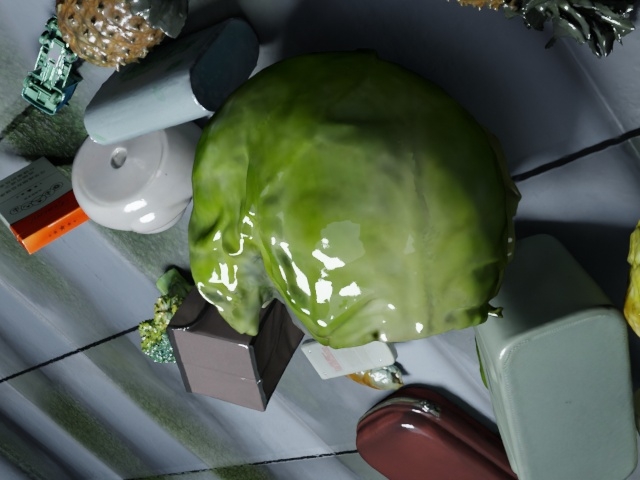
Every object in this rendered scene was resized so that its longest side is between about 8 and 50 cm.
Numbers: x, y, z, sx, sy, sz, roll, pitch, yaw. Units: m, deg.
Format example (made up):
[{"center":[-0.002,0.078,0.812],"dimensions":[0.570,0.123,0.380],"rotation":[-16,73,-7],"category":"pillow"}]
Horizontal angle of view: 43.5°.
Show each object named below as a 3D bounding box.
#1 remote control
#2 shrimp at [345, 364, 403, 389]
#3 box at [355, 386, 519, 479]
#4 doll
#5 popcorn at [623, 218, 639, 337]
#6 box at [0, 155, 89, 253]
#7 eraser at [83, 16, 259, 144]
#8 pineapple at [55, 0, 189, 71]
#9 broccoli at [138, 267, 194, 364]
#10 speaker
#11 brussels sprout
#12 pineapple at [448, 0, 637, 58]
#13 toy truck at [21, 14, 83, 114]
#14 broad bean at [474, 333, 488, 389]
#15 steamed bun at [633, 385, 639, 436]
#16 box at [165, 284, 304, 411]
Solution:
[{"center":[0.053,0.202,1.461],"dimensions":[0.190,0.029,0.087],"rotation":[-22,108,42],"category":"remote control"},{"center":[0.082,0.205,1.498],"dimensions":[0.161,0.049,0.166],"rotation":[15,130,21],"category":"shrimp"},{"center":[0.261,0.442,1.572],"dimensions":[0.404,0.108,0.263],"rotation":[37,140,-7],"category":"box"},{"center":[-0.277,-0.098,1.316],"dimensions":[0.251,0.221,0.221],"rotation":[-28,116,16],"category":"doll"},{"center":[0.462,0.058,0.964],"dimensions":[0.181,0.216,0.235],"rotation":[3,144,24],"category":"popcorn"},{"center":[-0.504,-0.069,1.430],"dimensions":[0.245,0.139,0.035],"rotation":[33,149,44],"category":"box"},{"center":[-0.211,-0.221,1.131],"dimensions":[0.227,0.174,0.081],"rotation":[-10,132,38],"category":"eraser"},{"center":[-0.213,-0.326,1.045],"dimensions":[0.310,0.170,0.141],"rotation":[-16,152,37],"category":"pineapple"},{"center":[-0.263,0.141,1.571],"dimensions":[0.194,0.220,0.194],"rotation":[55,176,6],"category":"broccoli"},{"center":[0.329,0.194,1.167],"dimensions":[0.183,0.184,0.406],"rotation":[-20,129,2],"category":"speaker"},{"center":[0.032,-0.062,1.030],"dimensions":[0.426,0.342,0.360],"rotation":[-2,108,29],"category":"brussels sprout"},{"center":[0.224,-0.277,0.864],"dimensions":[0.251,0.125,0.125],"rotation":[24,141,-7],"category":"pineapple"},{"center":[-0.411,-0.292,1.278],"dimensions":[0.067,0.081,0.175],"rotation":[32,122,-2],"category":"toy truck"},{"center":[0.299,0.165,1.307],"dimensions":[0.098,0.056,0.318],"rotation":[-15,134,7],"category":"broad bean"},{"center":[0.589,0.268,1.148],"dimensions":[0.250,0.154,0.200],"rotation":[-7,124,45],"category":"steamed bun"},{"center":[-0.122,0.131,1.378],"dimensions":[0.153,0.252,0.188],"rotation":[13,136,20],"category":"box"}]
